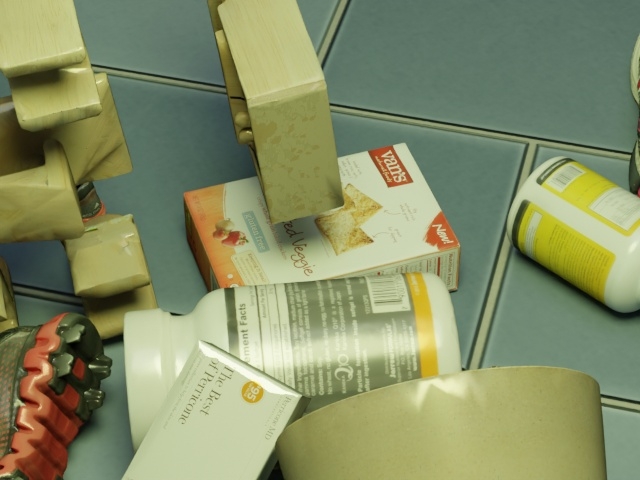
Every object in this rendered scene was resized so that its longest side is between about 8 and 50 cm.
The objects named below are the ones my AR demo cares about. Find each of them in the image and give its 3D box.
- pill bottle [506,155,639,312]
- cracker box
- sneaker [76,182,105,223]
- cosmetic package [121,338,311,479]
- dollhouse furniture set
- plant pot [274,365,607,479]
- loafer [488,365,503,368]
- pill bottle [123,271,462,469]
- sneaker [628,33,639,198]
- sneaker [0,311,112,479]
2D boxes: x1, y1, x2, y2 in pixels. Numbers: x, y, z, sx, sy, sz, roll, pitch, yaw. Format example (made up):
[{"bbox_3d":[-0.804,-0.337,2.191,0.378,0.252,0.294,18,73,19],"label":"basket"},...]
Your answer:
[{"bbox_3d":[0.274,0.004,1.701,0.184,0.103,0.103,34,54,30],"label":"pill bottle"},{"bbox_3d":[0.000,0.000,1.733,0.232,0.067,0.155,-13,46,-13],"label":"cracker box"},{"bbox_3d":[-0.282,-0.068,1.805,0.158,0.065,0.061,22,49,21],"label":"sneaker"},{"bbox_3d":[-0.108,0.206,1.430,0.099,0.060,0.239,27,87,8],"label":"cosmetic package"},{"bbox_3d":[-0.206,-0.124,1.610,0.394,0.362,0.256,-15,50,-4],"label":"dollhouse furniture set"},{"bbox_3d":[0.111,0.264,1.352,0.257,0.256,0.274,-7,69,-6],"label":"plant pot"},{"bbox_3d":[0.168,0.194,1.526,0.080,0.078,0.220,-14,46,-14],"label":"loafer"},{"bbox_3d":[-0.025,0.115,1.551,0.278,0.162,0.162,-5,45,-3],"label":"pill bottle"},{"bbox_3d":[0.384,-0.160,1.861,0.121,0.112,0.299,5,44,6],"label":"sneaker"},{"bbox_3d":[-0.277,0.185,1.532,0.135,0.097,0.276,-2,53,22],"label":"sneaker"}]
